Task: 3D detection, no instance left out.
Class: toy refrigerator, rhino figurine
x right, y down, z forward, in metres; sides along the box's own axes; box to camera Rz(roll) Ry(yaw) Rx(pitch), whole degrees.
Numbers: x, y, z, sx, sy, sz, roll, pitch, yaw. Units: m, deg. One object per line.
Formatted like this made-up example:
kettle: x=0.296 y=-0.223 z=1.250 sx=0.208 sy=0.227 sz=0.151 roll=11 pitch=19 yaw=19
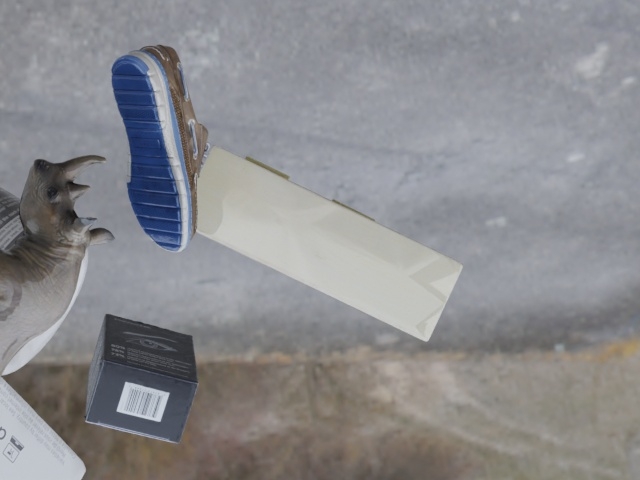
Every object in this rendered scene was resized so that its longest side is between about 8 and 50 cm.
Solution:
toy refrigerator: x=0.000 y=0.000 z=1.328 sx=0.269 sy=0.094 sz=0.102 roll=25 pitch=178 yaw=-1
rhino figurine: x=-0.230 y=0.035 z=0.932 sx=0.243 sy=0.106 sz=0.073 roll=-50 pitch=160 yaw=-10

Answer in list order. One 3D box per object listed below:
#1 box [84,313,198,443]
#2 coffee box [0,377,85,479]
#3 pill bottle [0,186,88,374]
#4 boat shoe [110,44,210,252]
box: x=-0.281 y=0.213 z=2.090 sx=0.153 sy=0.207 sz=0.108 roll=16 pitch=104 yaw=-11
coffee box: x=-0.476 y=0.209 z=1.103 sx=0.338 sy=0.334 sz=0.337 roll=4 pitch=142 yaw=38
pill bottle: x=-0.381 y=-0.002 z=1.303 sx=0.278 sy=0.162 sz=0.162 roll=32 pitch=152 yaw=9
boat shoe: x=-0.127 y=-0.080 z=1.152 sx=0.066 sy=0.183 sz=0.066 roll=12 pitch=-149 yaw=33
